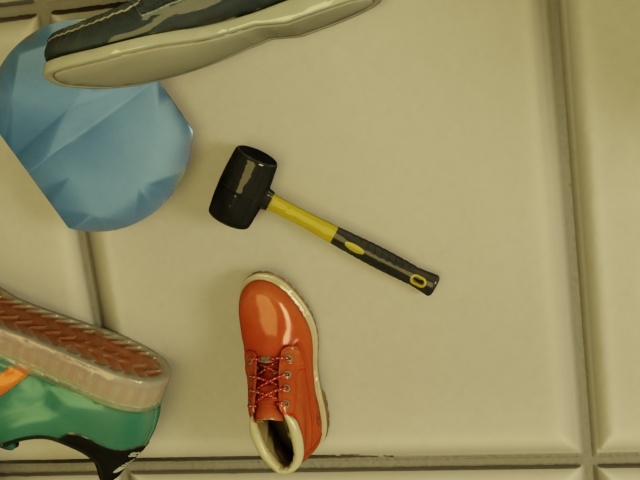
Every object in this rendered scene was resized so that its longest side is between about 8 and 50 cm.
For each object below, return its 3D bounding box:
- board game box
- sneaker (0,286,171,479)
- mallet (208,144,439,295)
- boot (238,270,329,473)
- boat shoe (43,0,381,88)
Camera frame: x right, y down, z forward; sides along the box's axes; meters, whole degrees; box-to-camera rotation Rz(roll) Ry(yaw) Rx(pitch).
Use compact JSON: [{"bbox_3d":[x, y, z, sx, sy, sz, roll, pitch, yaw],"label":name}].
[{"bbox_3d":[-0.179,-0.094,0.872,0.133,0.033,0.168,-34,96,13],"label":"board game box"},{"bbox_3d":[-0.281,0.108,0.905,0.302,0.108,0.121,22,103,6],"label":"sneaker"},{"bbox_3d":[0.000,0.000,0.850,0.190,0.039,0.062,34,108,-1],"label":"mallet"},{"bbox_3d":[-0.034,0.105,0.858,0.059,0.084,0.158,-13,99,18],"label":"boot"},{"bbox_3d":[-0.085,-0.175,0.790,0.254,0.095,0.079,-15,87,10],"label":"boat shoe"}]
